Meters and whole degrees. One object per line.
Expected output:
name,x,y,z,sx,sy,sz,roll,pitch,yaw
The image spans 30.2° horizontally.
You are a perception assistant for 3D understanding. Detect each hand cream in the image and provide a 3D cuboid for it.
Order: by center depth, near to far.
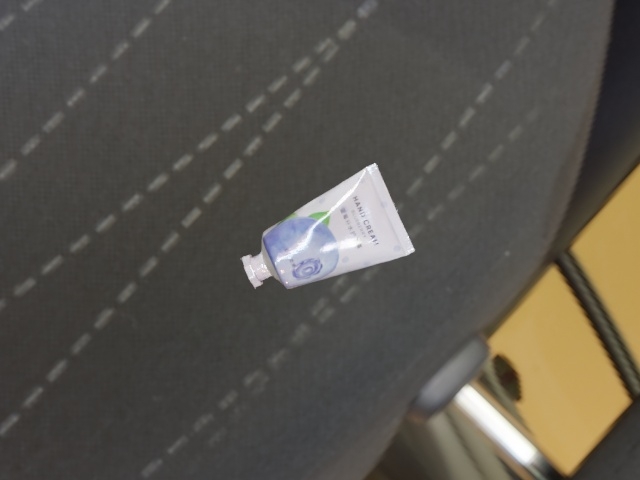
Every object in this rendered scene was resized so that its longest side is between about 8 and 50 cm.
hand cream,0.000,0.000,1.022,0.142,0.084,0.053,-23,-173,9
